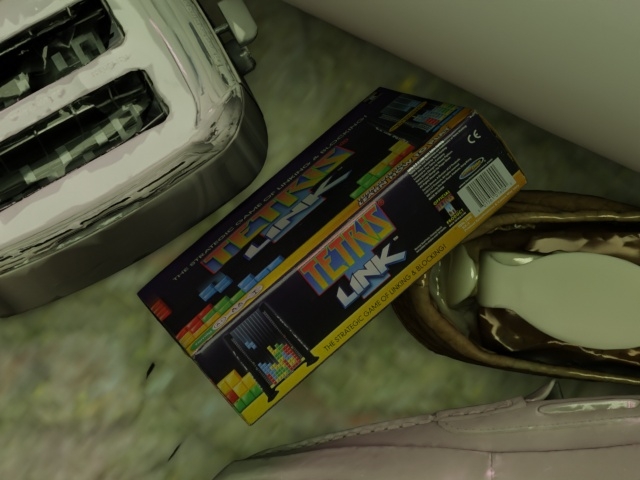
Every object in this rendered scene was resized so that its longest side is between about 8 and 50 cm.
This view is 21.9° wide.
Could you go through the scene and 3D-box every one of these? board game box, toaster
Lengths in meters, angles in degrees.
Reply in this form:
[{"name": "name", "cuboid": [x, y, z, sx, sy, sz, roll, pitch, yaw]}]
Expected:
[{"name": "board game box", "cuboid": [0.000, 0.000, 0.796, 0.170, 0.141, 0.048, -41, 109, -7]}, {"name": "toaster", "cuboid": [-0.133, -0.048, 0.797, 0.227, 0.146, 0.129, -28, 84, -5]}]

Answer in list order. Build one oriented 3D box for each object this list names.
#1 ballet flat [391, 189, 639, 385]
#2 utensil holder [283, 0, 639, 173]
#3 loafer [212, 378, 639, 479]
[{"name": "ballet flat", "cuboid": [0.197, 0.030, 0.786, 0.342, 0.124, 0.116, 7, 96, 7]}, {"name": "utensil holder", "cuboid": [0.102, -0.218, 0.719, 0.385, 0.327, 0.327, 28, 83, 5]}, {"name": "loafer", "cuboid": [0.098, 0.124, 0.783, 0.319, 0.111, 0.112, -1, 125, 21]}]
